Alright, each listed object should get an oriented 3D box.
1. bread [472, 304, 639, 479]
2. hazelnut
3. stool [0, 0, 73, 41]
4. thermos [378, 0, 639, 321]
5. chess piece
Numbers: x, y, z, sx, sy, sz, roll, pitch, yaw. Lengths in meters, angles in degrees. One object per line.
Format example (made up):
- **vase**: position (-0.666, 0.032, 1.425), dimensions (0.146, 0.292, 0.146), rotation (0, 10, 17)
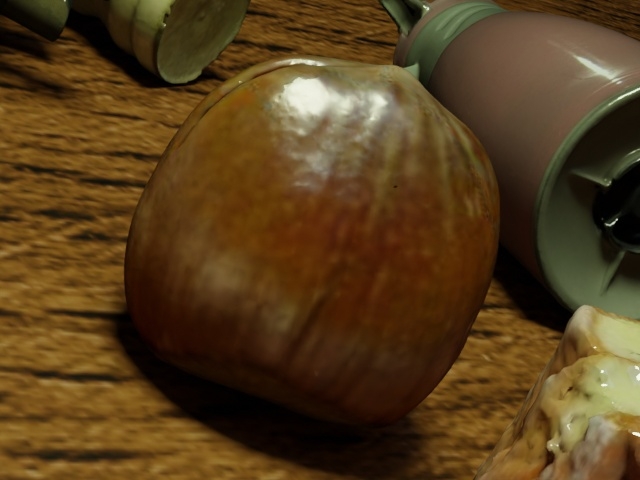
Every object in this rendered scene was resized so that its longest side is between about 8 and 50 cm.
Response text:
- **bread**: position (0.159, 0.111, 0.722), dimensions (0.244, 0.123, 0.190), rotation (7, 30, -38)
- **hazelnut**: position (0.000, 0.000, 0.761), dimensions (0.150, 0.150, 0.150), rotation (23, 22, -10)
- **stool**: position (-0.185, -0.194, 0.969), dimensions (0.139, 0.153, 0.228), rotation (15, 24, -28)
- **thermos**: position (0.120, -0.067, 1.082), dimensions (0.176, 0.146, 0.265), rotation (-12, 28, -20)
- **chess piece**: position (-0.141, -0.178, 1.080), dimensions (0.200, 0.090, 0.090), rotation (34, 23, 20)
